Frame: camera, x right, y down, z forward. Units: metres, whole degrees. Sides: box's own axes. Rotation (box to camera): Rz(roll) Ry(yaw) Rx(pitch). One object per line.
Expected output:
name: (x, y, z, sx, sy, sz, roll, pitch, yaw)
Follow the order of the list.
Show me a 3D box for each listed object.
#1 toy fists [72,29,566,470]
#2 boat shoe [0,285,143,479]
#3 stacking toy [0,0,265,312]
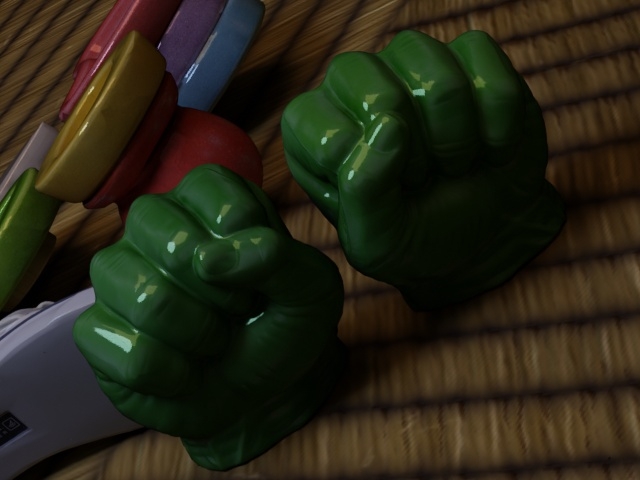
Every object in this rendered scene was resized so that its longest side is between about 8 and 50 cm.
toy fists: (0.000, 0.000, 0.944, 0.279, 0.142, 0.096, -35, 27, -2)
boat shoe: (-0.165, 0.081, 1.057, 0.267, 0.096, 0.088, -34, 30, 19)
stacking toy: (-0.137, -0.046, 1.266, 0.279, 0.130, 0.309, -51, 15, 28)
